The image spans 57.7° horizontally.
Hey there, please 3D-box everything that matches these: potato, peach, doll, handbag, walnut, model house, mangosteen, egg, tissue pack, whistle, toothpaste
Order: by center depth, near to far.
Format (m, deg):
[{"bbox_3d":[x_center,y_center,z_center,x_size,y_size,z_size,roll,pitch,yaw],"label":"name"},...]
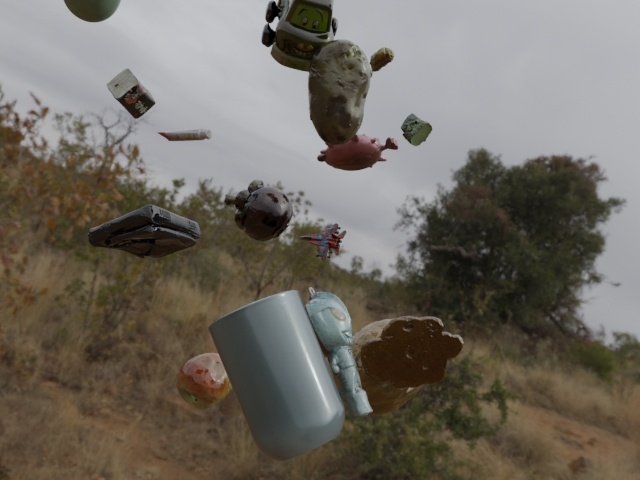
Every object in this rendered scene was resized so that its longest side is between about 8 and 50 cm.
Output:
[{"bbox_3d":[0.034,0.269,1.437,0.134,0.345,0.142,-20,-21,-5],"label":"whistle"},{"bbox_3d":[0.041,-0.377,1.487,0.165,0.262,0.165,9,14,-2],"label":"potato"},{"bbox_3d":[-0.369,-0.286,1.583,0.191,0.031,0.048,4,-17,36],"label":"toothpaste"},{"bbox_3d":[-0.166,-0.090,1.668,0.183,0.173,0.172,61,4,9],"label":"mangosteen"},{"bbox_3d":[0.268,-0.324,1.688,0.083,0.078,0.066,47,8,34],"label":"model house"},{"bbox_3d":[-0.679,-0.749,1.730,0.168,0.167,0.231,21,-23,-25],"label":"egg"},{"bbox_3d":[-0.521,-0.014,1.748,0.245,0.088,0.275,-17,-14,16],"label":"handbag"},{"bbox_3d":[0.195,0.393,1.817,0.313,0.276,0.252,-25,9,-32],"label":"walnut"},{"bbox_3d":[0.116,-0.281,1.844,0.262,0.093,0.211,-13,-26,22],"label":"doll"},{"bbox_3d":[-0.658,-0.510,2.032,0.090,0.103,0.170,51,-3,11],"label":"tissue pack"},{"bbox_3d":[-0.448,0.546,2.308,0.214,0.214,0.235,18,34,26],"label":"peach"}]

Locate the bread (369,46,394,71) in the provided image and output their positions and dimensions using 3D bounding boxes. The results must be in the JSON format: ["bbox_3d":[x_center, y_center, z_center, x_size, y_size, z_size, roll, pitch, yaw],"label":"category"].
[{"bbox_3d":[0.221,-0.665,2.126,0.066,0.060,0.110,25,-27,-26],"label":"bread"}]

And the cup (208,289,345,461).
[{"bbox_3d":[-0.086,0.280,1.207,0.206,0.311,0.205,-22,-12,-5],"label":"cup"}]

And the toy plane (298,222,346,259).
[{"bbox_3d":[0.003,0.001,1.904,0.061,0.130,0.189,30,-17,-37],"label":"toy plane"}]

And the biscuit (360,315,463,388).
[{"bbox_3d":[0.256,0.308,1.630,0.291,0.208,0.041,-9,11,-4],"label":"biscuit"}]

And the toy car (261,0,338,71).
[{"bbox_3d":[-0.036,-0.594,1.524,0.204,0.247,0.198,11,-24,-13],"label":"toy car"}]
